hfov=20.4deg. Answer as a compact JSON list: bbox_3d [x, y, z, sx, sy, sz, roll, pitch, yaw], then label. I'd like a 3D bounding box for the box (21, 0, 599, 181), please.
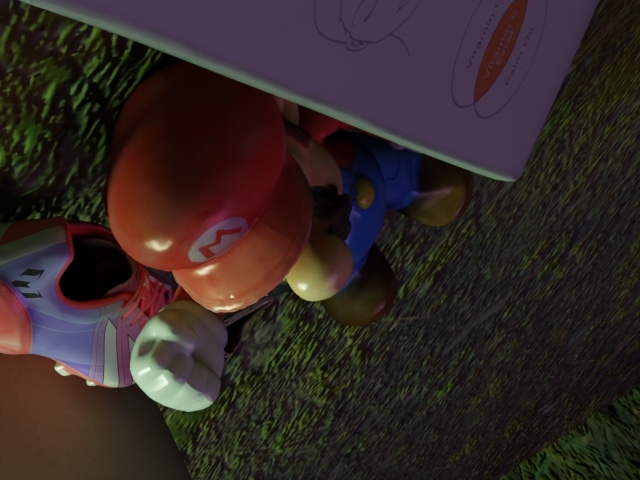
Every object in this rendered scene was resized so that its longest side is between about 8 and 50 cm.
[{"bbox_3d":[-0.017,-0.161,0.522,0.215,0.168,0.345,-66,158,4],"label":"box"}]

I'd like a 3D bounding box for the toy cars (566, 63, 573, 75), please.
[{"bbox_3d":[0.197,-0.190,1.128,0.394,0.087,0.176,-35,163,-11],"label":"toy cars"}]

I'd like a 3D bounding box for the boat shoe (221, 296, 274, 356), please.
[{"bbox_3d":[-0.076,0.064,1.301,0.049,0.043,0.137,-23,159,-45],"label":"boat shoe"}]

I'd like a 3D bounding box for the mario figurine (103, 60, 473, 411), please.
[{"bbox_3d":[0.000,0.000,1.012,0.170,0.198,0.320,2,178,24],"label":"mario figurine"}]

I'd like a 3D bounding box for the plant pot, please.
[{"bbox_3d":[-0.166,0.235,1.167,0.256,0.274,0.256,-34,163,-12],"label":"plant pot"}]

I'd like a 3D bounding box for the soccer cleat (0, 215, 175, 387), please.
[{"bbox_3d":[-0.128,0.034,1.041,0.095,0.083,0.248,-22,163,19],"label":"soccer cleat"}]
